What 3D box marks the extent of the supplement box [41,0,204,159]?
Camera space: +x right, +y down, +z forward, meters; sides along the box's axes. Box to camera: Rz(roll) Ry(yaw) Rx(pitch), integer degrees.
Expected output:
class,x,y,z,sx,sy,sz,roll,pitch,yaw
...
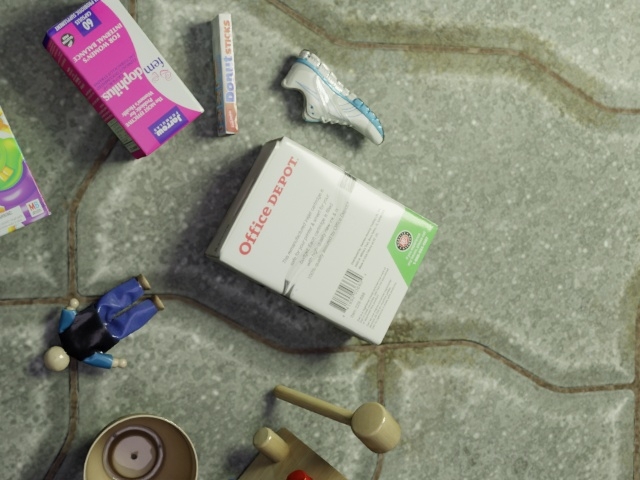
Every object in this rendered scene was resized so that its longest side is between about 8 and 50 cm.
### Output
class,x,y,z,sx,sy,sz,roll,pitch,yaw
supplement box,-0.285,-0.237,1.414,0.111,0.114,0.220,-42,105,-13

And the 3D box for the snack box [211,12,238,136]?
class,x,y,z,sx,sy,sz,roll,pitch,yaw
snack box,-0.146,-0.249,1.481,0.022,0.064,0.178,-4,93,-18

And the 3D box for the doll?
class,x,y,z,sx,sy,sz,roll,pitch,yaw
doll,-0.323,0.133,1.448,0.189,0.046,0.129,-34,100,-14

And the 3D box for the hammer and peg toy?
class,x,y,z,sx,sy,sz,roll,pitch,yaw
hammer and peg toy,-0.034,0.386,1.452,0.361,0.266,0.127,-51,127,-10

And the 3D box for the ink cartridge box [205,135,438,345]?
class,x,y,z,sx,sy,sz,roll,pitch,yaw
ink cartridge box,0.000,0.000,1.505,0.289,0.121,0.211,30,83,-16

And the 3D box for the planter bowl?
class,x,y,z,sx,sy,sz,roll,pitch,yaw
planter bowl,-0.270,0.326,1.438,0.162,0.109,0.162,-1,92,-18

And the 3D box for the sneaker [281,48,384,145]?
class,x,y,z,sx,sy,sz,roll,pitch,yaw
sneaker,0.017,-0.206,1.539,0.190,0.071,0.083,42,86,-6

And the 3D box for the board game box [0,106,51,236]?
class,x,y,z,sx,sy,sz,roll,pitch,yaw
board game box,-0.494,-0.132,1.334,0.144,0.142,0.275,-26,99,-15
